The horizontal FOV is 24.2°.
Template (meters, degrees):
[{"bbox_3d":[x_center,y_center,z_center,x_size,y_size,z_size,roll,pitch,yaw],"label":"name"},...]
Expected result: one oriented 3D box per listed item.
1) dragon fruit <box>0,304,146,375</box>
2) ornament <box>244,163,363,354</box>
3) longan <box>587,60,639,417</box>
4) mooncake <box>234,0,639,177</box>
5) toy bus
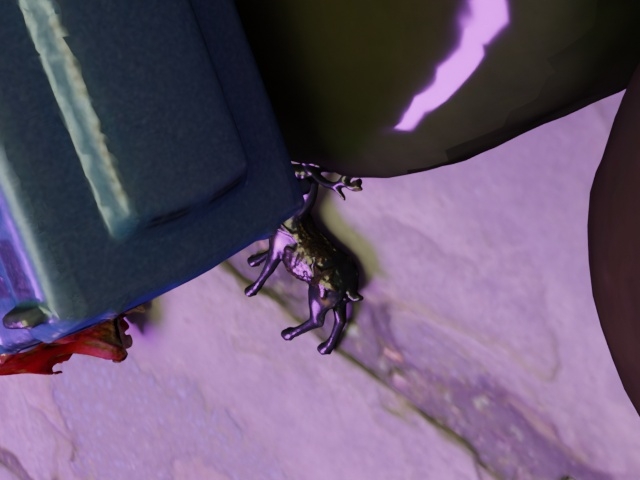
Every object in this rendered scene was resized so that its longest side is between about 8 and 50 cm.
[{"bbox_3d":[-0.152,0.019,0.871,0.111,0.153,0.153,16,132,-12],"label":"dragon fruit"},{"bbox_3d":[0.000,0.000,0.754,0.073,0.028,0.125,48,137,18],"label":"ornament"},{"bbox_3d":[0.216,0.002,0.393,0.300,0.243,0.300,31,162,11],"label":"longan"},{"bbox_3d":[0.018,-0.204,0.518,0.356,0.194,0.356,31,135,37],"label":"mooncake"},{"bbox_3d":[-0.102,-0.081,0.484,0.134,0.116,0.234,-5,109,52],"label":"toy bus"}]
